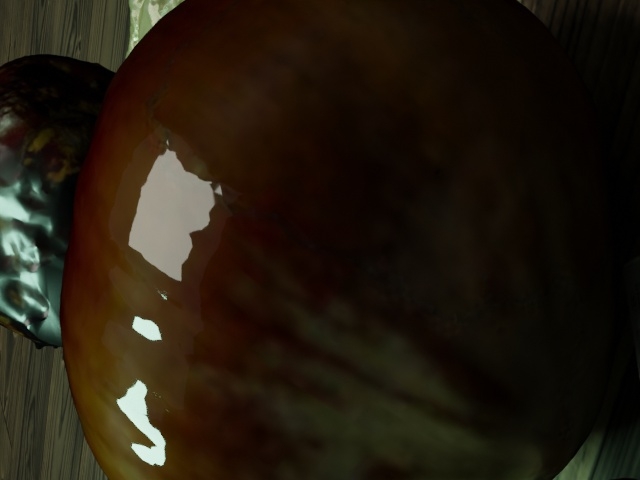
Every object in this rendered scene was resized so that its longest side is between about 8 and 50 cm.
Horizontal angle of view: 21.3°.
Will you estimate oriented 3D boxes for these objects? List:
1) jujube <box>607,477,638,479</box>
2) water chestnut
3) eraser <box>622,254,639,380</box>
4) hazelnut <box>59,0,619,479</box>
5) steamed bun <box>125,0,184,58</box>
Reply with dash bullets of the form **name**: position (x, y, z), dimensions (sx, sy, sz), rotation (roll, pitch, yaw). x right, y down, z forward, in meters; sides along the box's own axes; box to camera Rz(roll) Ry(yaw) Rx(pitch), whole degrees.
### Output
- **jujube**: position (0.188, 0.210, 0.950), dimensions (0.166, 0.104, 0.104), rotation (-115, 30, -44)
- **water chestnut**: position (-0.275, -0.041, 1.894), dimensions (0.347, 0.335, 0.335), rotation (-146, 57, -76)
- **eraser**: position (0.205, 0.067, 0.955), dimensions (0.029, 0.052, 0.122), rotation (140, 127, -66)
- **hazelnut**: position (0.011, 0.024, 1.059), dimensions (0.359, 0.359, 0.409), rotation (-128, 41, -59)
- **steamed bun**: position (-0.067, -0.254, 1.467), dimensions (0.189, 0.247, 0.428), rotation (21, 103, 37)
